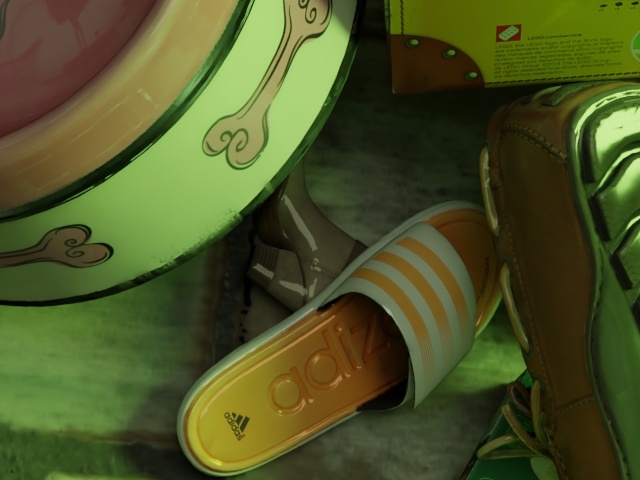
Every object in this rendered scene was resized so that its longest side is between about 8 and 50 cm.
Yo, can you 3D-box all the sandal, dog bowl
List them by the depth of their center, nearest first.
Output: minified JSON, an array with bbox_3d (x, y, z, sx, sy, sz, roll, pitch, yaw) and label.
[{"bbox_3d":[-0.185,-0.173,0.973,0.408,0.150,0.408,-6,72,19],"label":"dog bowl"},{"bbox_3d":[0.032,0.075,1.051,0.265,0.076,0.102,-35,109,-18],"label":"sandal"}]

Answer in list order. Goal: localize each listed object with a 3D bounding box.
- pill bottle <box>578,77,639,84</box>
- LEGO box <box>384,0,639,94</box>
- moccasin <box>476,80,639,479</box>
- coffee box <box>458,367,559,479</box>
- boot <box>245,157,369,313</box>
[{"bbox_3d":[0.322,-0.131,1.137,0.210,0.210,0.363,42,67,5],"label":"pill bottle"},{"bbox_3d":[0.273,-0.307,1.013,0.500,0.193,0.372,-4,57,1],"label":"LEGO box"},{"bbox_3d":[0.178,0.093,1.003,0.139,0.147,0.380,-24,99,-28],"label":"moccasin"},{"bbox_3d":[0.138,0.188,1.064,0.113,0.040,0.184,32,65,-1],"label":"coffee box"},{"bbox_3d":[0.000,0.000,1.111,0.087,0.042,0.118,21,67,-11],"label":"boot"}]
